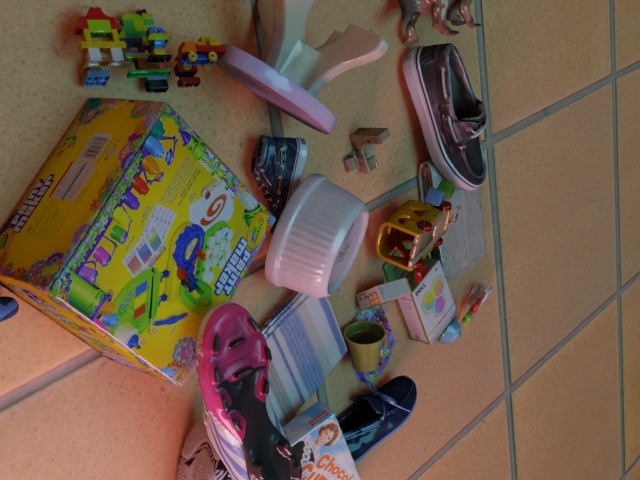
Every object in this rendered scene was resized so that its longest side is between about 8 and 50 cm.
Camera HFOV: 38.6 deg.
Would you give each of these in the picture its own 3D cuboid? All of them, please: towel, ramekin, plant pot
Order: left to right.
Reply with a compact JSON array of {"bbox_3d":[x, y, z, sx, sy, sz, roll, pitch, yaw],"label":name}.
[{"bbox_3d":[-0.065,0.221,1.656,0.285,0.034,0.209,-46,132,-30],"label":"towel"},{"bbox_3d":[0.000,0.000,1.560,0.207,0.109,0.207,-58,164,-27],"label":"ramekin"},{"bbox_3d":[0.087,0.213,1.784,0.083,0.083,0.079,-30,129,-42],"label":"plant pot"},{"bbox_3d":[0.291,-0.060,1.994,0.187,0.049,0.282,-26,115,-44],"label":"towel"}]

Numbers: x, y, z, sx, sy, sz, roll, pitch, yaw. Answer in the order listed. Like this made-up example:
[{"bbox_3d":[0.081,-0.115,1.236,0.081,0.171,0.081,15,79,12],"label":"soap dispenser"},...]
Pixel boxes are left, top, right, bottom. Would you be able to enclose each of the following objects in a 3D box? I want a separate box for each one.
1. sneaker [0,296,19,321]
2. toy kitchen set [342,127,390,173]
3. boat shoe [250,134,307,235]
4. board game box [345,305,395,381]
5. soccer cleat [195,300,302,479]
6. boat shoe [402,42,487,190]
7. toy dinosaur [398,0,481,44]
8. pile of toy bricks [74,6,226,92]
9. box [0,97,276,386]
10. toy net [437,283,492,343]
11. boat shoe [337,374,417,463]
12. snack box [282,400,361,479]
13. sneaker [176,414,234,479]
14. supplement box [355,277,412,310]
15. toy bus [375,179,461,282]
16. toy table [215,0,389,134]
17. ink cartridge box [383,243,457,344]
[{"bbox_3d":[-0.451,0.076,1.166,0.144,0.053,0.059,1,95,-50],"label":"sneaker"},{"bbox_3d":[0.092,-0.160,1.721,0.068,0.075,0.083,-41,123,-34],"label":"toy kitchen set"},{"bbox_3d":[-0.083,-0.093,1.554,0.083,0.065,0.183,7,112,-17],"label":"boat shoe"},{"bbox_3d":[0.113,0.210,1.857,0.133,0.033,0.169,-46,129,-33],"label":"board game box"},{"bbox_3d":[-0.131,0.233,1.319,0.116,0.143,0.331,-30,118,-34],"label":"soccer cleat"},{"bbox_3d":[0.276,-0.242,1.846,0.121,0.119,0.335,-54,126,-37],"label":"boat shoe"},{"bbox_3d":[0.230,-0.504,1.782,0.295,0.127,0.200,-25,110,-30],"label":"toy dinosaur"},{"bbox_3d":[-0.253,-0.282,1.298,0.212,0.118,0.105,-7,75,-32],"label":"pile of toy bricks"},{"bbox_3d":[-0.257,0.002,1.277,0.279,0.177,0.290,48,62,-43],"label":"box"},{"bbox_3d":[0.336,0.147,2.067,0.232,0.045,0.122,-42,161,-48],"label":"toy net"},{"bbox_3d":[0.106,0.347,1.824,0.258,0.109,0.089,-42,126,-38],"label":"boat shoe"},{"bbox_3d":[-0.016,0.471,1.700,0.187,0.060,0.322,-34,125,-20],"label":"snack box"},{"bbox_3d":[-0.130,0.451,1.515,0.210,0.137,0.366,8,97,-31],"label":"sneaker"},{"bbox_3d":[0.127,0.106,1.823,0.098,0.062,0.036,-12,79,-48],"label":"supplement box"},{"bbox_3d":[0.189,-0.030,1.833,0.191,0.104,0.202,-63,160,-9],"label":"toy bus"},{"bbox_3d":[-0.033,-0.290,1.441,0.161,0.252,0.274,-60,161,0],"label":"toy table"},{"bbox_3d":[0.213,0.106,1.927,0.109,0.062,0.209,-46,129,-32],"label":"ink cartridge box"}]
